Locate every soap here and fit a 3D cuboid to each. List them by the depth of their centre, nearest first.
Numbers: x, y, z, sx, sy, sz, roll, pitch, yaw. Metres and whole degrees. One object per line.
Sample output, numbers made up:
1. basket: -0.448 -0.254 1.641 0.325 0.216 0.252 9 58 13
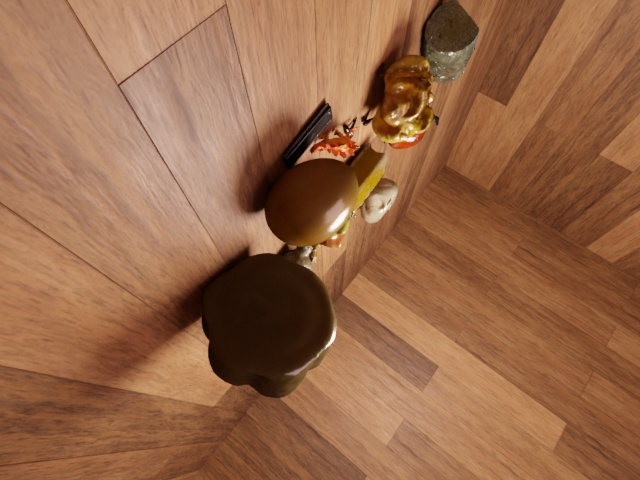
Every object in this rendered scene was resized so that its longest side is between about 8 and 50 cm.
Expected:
1. soap: 0.162 -0.251 1.824 0.281 0.143 0.259 -54 167 -20

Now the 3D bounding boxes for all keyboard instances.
1. keyboard: -0.040 -0.326 1.277 0.230 0.025 0.093 -52 166 -7

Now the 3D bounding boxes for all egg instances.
1. egg: -0.027 -0.122 1.287 0.322 0.250 0.250 -35 169 15

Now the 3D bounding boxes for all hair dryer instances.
1. hair dryer: 0.113 -0.430 1.517 0.083 0.031 0.079 -67 156 -6

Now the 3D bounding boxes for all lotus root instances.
1. lotus root: -0.121 0.156 1.787 0.175 0.175 0.349 -36 148 -49

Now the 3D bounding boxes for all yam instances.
1. yam: 0.502 -0.768 1.642 0.201 0.202 0.271 -34 168 9

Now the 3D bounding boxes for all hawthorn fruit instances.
1. hawthorn fruit: 0.354 -0.490 1.818 0.196 0.196 0.225 -43 -175 -34

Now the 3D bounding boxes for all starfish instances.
1. starfish: -0.003 -0.003 1.913 0.302 0.060 0.299 -60 -172 -31

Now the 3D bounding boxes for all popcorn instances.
1. popcorn: 0.320 -0.504 1.539 0.316 0.281 0.297 109 2 -78

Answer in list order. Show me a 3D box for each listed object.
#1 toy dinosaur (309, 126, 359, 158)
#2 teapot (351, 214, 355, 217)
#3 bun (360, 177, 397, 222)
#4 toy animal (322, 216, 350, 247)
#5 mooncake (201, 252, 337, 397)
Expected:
1. toy dinosaur: 0.073 -0.331 1.405 0.288 0.117 0.070 -30 150 -42
2. teapot: 0.125 -0.133 2.059 0.110 0.085 0.080 -39 168 21
3. bun: 0.316 -0.230 2.252 0.273 0.168 0.273 -57 177 -5
4. toy animal: 0.011 -0.117 1.572 0.338 0.216 0.191 88 14 -60
5. mooncake: -0.180 0.284 1.394 0.467 0.467 0.262 -41 166 -40
